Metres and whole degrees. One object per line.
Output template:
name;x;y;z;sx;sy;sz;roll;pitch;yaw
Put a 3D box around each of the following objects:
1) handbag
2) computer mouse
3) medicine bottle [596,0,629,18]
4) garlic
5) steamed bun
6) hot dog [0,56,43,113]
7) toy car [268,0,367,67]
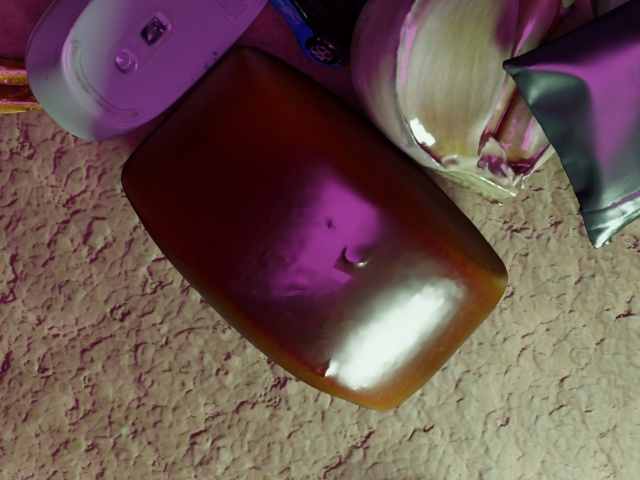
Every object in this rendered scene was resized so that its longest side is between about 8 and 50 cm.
handbag;0.327;-0.136;1.604;0.254;0.088;0.211;-28;107;-2
computer mouse;-0.167;-0.226;1.644;0.288;0.097;0.159;-50;119;-12
medicine bottle;0.360;-0.217;1.685;0.161;0.111;0.296;-1;103;-4
garlic;0.148;-0.179;1.626;0.237;0.210;0.292;8;98;1
steamed bun;0.000;0.000;1.643;0.379;0.248;0.235;41;99;-14
hot dog;-0.334;-0.158;1.683;0.144;0.038;0.062;0;102;-7
toy car;-0.023;-0.259;1.628;0.216;0.063;0.103;50;54;-36
